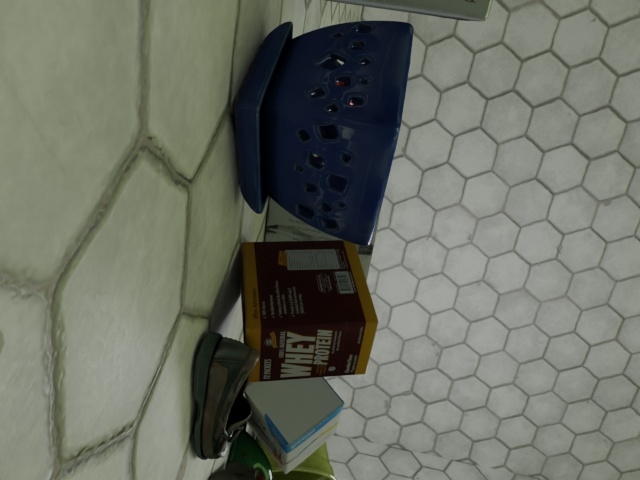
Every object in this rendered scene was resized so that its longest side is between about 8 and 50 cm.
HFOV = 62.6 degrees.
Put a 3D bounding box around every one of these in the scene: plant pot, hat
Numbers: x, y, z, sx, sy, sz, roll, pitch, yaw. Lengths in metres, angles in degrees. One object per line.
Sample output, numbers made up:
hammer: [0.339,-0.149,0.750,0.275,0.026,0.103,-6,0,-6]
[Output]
plant pot: [0.002,-0.163,0.756,0.236,0.212,0.236,95,7,-53]
plant pot: [-0.089,0.598,1.539,0.276,0.276,0.254,97,-7,-45]
hat: [-0.116,0.541,1.218,0.173,0.183,0.209,-9,110,-86]

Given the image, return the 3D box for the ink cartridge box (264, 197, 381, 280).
ink cartridge box: [0.000,0.000,1.125,0.129,0.223,0.307,-72,172,-68]

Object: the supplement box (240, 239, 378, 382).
supplement box: [-0.029,0.109,0.857,0.191,0.194,0.129,-103,-165,-48]

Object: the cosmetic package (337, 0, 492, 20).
cosmetic package: [0.155,-0.608,0.902,0.327,0.329,0.394,-74,173,-66]

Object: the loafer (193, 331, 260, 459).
loafer: [-0.139,0.250,0.785,0.096,0.084,0.268,-75,175,-52]

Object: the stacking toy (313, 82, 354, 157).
stacking toy: [0.053,-0.359,1.665,0.279,0.130,0.309,-72,172,-66]

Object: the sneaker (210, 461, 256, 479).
sneaker: [-0.176,0.515,1.022,0.222,0.083,0.118,77,28,-76]

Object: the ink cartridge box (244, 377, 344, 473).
ink cartridge box: [-0.068,0.420,1.280,0.168,0.171,0.233,-31,151,-26]
